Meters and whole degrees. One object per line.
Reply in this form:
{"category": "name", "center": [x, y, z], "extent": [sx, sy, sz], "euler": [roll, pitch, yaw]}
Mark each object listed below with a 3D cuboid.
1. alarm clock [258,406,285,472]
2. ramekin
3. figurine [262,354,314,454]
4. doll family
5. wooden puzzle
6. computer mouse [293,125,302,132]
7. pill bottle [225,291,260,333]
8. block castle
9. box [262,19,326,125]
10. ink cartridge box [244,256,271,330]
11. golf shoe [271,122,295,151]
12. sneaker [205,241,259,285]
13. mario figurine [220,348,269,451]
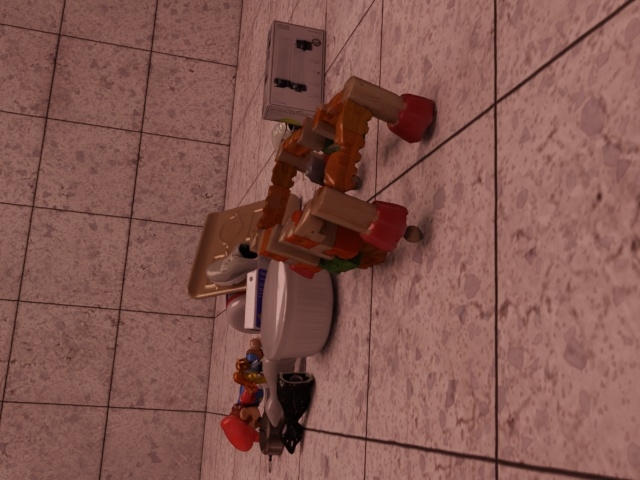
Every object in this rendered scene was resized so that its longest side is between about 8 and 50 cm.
{"category": "alarm clock", "center": [-0.145, 0.579, 2.056], "extent": [0.129, 0.064, 0.192], "euler": [152, 120, -72]}
{"category": "ramekin", "center": [-0.059, 0.166, 1.740], "extent": [0.273, 0.127, 0.272], "euler": [-173, 90, -75]}
{"category": "figurine", "center": [-0.099, 0.423, 1.870], "extent": [0.215, 0.092, 0.209], "euler": [-141, 53, -62]}
{"category": "doll family", "center": [-0.167, 0.368, 2.026], "extent": [0.263, 0.163, 0.118], "euler": [120, 153, -55]}
{"category": "wooden puzzle", "center": [-0.226, 0.028, 2.173], "extent": [0.348, 0.080, 0.322], "euler": [-9, 54, 29]}
{"category": "computer mouse", "center": [-0.061, -0.434, 2.235], "extent": [0.106, 0.042, 0.192], "euler": [175, 96, -79]}
{"category": "pill bottle", "center": [-0.216, 0.131, 2.283], "extent": [0.323, 0.182, 0.181], "euler": [-98, 21, -45]}
{"category": "block castle", "center": [0.043, -0.095, 1.388], "extent": [0.453, 0.213, 0.303], "euler": [-25, 48, 65]}
{"category": "box", "center": [-0.078, -0.488, 2.073], "extent": [0.087, 0.169, 0.289], "euler": [133, 140, -66]}
{"category": "ink cartridge box", "center": [-0.125, 0.152, 1.939], "extent": [0.045, 0.206, 0.208], "euler": [-5, 75, 34]}
{"category": "golf shoe", "center": [-0.120, -0.371, 2.378], "extent": [0.086, 0.069, 0.176], "euler": [-120, 38, -57]}
{"category": "sneaker", "center": [-0.232, 0.052, 2.017], "extent": [0.263, 0.121, 0.099], "euler": [-14, 51, 26]}
{"category": "mario figurine", "center": [-0.205, 0.522, 2.265], "extent": [0.198, 0.170, 0.320], "euler": [59, -148, -49]}
